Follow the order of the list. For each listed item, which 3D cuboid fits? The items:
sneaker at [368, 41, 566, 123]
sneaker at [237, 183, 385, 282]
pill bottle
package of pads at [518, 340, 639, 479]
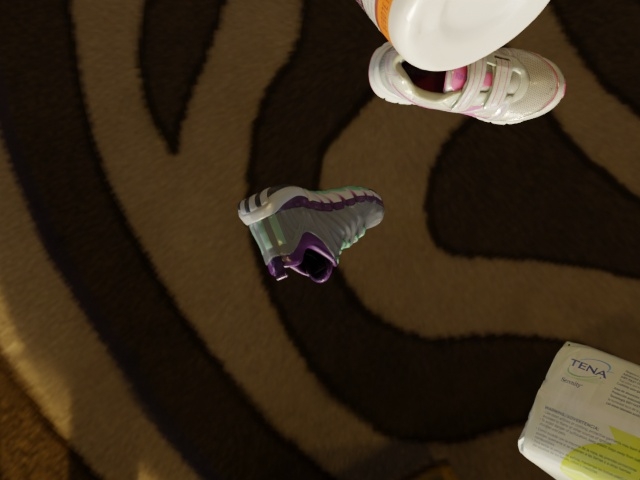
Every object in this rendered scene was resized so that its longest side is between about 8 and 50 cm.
[{"bbox_3d":[0.188,-0.201,1.731,0.252,0.111,0.102,3,96,-1],"label":"sneaker"},{"bbox_3d":[0.000,0.000,1.419,0.083,0.224,0.098,-26,76,33],"label":"sneaker"},{"bbox_3d":[0.076,-0.394,1.501,0.224,0.224,0.392,-39,63,7],"label":"pill bottle"},{"bbox_3d":[0.298,0.184,1.023,0.229,0.296,0.101,20,80,34],"label":"package of pads"}]
